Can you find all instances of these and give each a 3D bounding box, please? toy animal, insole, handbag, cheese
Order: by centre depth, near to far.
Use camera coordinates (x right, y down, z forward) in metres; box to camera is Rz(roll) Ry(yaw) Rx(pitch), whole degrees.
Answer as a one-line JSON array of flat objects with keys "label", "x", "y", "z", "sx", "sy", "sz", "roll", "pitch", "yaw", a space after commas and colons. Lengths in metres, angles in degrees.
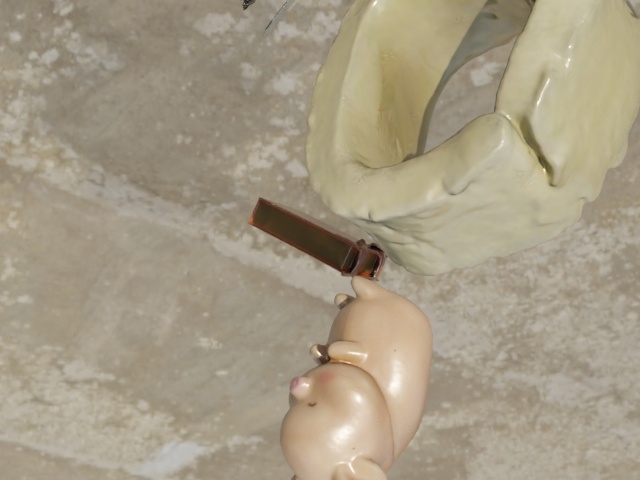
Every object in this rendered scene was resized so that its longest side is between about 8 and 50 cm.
[{"label": "cheese", "x": 0.141, "y": -0.138, "z": 0.768, "sx": 0.292, "sy": 0.332, "sz": 0.153, "roll": 1, "pitch": 157, "yaw": 43}, {"label": "toy animal", "x": 0.045, "y": 0.175, "z": 0.920, "sx": 0.154, "sy": 0.250, "sz": 0.166, "roll": 30, "pitch": 153, "yaw": 1}, {"label": "handbag", "x": 0.000, "y": 0.000, "z": 1.222, "sx": 0.190, "sy": 0.063, "sz": 0.127, "roll": 26, "pitch": -175, "yaw": 29}, {"label": "insole", "x": -0.042, "y": -0.442, "z": 1.433, "sx": 0.004, "sy": 0.065, "sz": 0.197, "roll": 38, "pitch": 94, "yaw": -1}]

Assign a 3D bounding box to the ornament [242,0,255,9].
[{"label": "ornament", "x": -0.117, "y": -0.429, "z": 1.391, "sx": 0.028, "sy": 0.073, "sz": 0.125, "roll": 38, "pitch": 159, "yaw": -14}]
